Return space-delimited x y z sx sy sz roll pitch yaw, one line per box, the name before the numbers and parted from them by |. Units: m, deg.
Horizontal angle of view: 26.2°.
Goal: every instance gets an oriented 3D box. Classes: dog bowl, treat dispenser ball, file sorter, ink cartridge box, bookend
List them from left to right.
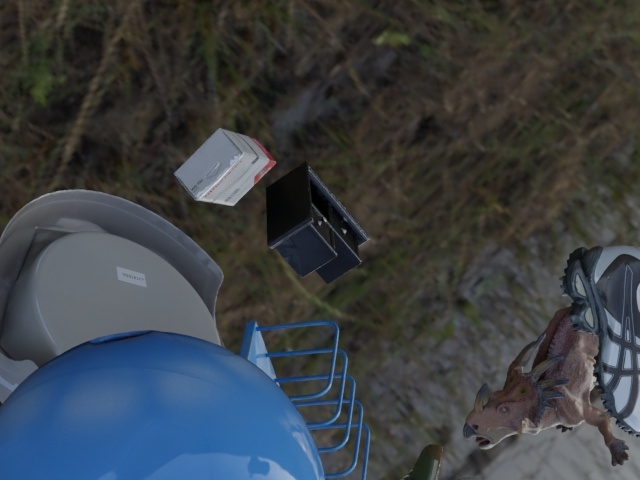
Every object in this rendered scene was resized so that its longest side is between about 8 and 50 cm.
dog bowl | -0.233 0.109 1.554 0.348 0.349 0.102 5 140 -47
treat dispenser ball | -0.137 0.216 1.096 0.288 0.288 0.288 -26 142 -22
ink cartridge box | -0.137 -0.105 1.987 0.099 0.056 0.135 -43 165 12
file sorter | -0.017 0.183 1.443 0.104 0.118 0.170 -5 129 14
bookend | 0.000 0.000 1.871 0.072 0.157 0.156 -33 116 16

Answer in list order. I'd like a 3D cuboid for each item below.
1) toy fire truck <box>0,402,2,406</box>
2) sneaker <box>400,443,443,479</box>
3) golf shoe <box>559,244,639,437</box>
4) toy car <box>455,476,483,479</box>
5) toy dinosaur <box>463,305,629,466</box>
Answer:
toy fire truck | -0.399 0.190 1.909 0.169 0.254 0.302 7 103 -1
sneaker | 0.115 0.365 1.935 0.064 0.086 0.192 92 13 -54
golf shoe | 0.280 0.090 1.197 0.094 0.077 0.198 -13 120 25
toy car | 0.156 0.363 1.535 0.136 0.182 0.159 -18 147 9
toy dinosaur | 0.307 0.155 1.740 0.200 0.127 0.296 46 52 -31
